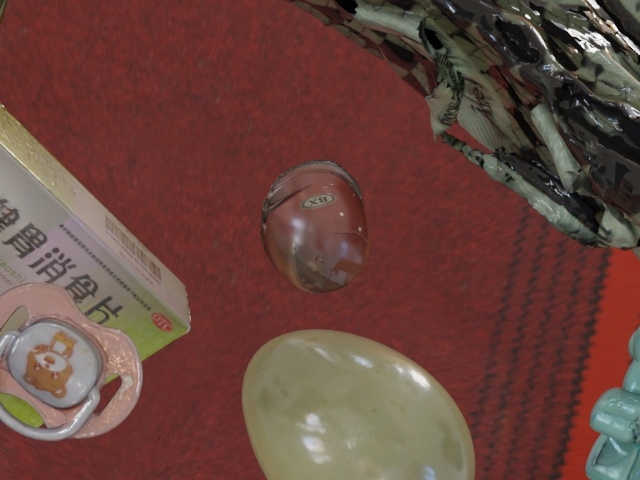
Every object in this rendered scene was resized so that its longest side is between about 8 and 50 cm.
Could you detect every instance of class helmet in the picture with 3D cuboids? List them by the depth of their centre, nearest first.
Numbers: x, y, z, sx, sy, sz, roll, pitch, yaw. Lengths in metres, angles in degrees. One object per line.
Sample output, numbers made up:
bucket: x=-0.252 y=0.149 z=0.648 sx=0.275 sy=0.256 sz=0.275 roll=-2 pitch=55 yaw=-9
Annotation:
helmet: x=0.000 y=0.000 z=0.836 sx=0.065 sy=0.084 sz=0.049 roll=-16 pitch=46 yaw=-7

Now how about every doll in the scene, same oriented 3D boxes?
doll: x=0.307 y=0.144 z=1.379 sx=0.059 sy=0.159 sz=0.158 roll=19 pitch=49 yaw=24

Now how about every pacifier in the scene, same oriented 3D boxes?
pacifier: x=-0.150 y=0.070 z=0.824 sx=0.099 sy=0.078 sz=0.081 roll=37 pitch=96 yaw=-3

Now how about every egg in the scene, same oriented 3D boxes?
egg: x=0.034 y=0.191 z=1.402 sx=0.254 sy=0.188 sz=0.188 roll=43 pitch=77 yaw=6

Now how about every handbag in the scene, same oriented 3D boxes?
handbag: x=0.164 y=-0.102 z=0.957 sx=0.416 sy=0.317 sz=0.180 roll=43 pitch=102 yaw=28

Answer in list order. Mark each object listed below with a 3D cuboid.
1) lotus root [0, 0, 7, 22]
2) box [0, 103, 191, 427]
lotus root: x=-0.342 y=-0.242 z=0.967 sx=0.173 sy=0.173 sz=0.309 roll=-34 pitch=106 yaw=-13
box: x=-0.250 y=0.024 z=1.146 sx=0.175 sy=0.062 sz=0.260 roll=-33 pitch=125 yaw=14
